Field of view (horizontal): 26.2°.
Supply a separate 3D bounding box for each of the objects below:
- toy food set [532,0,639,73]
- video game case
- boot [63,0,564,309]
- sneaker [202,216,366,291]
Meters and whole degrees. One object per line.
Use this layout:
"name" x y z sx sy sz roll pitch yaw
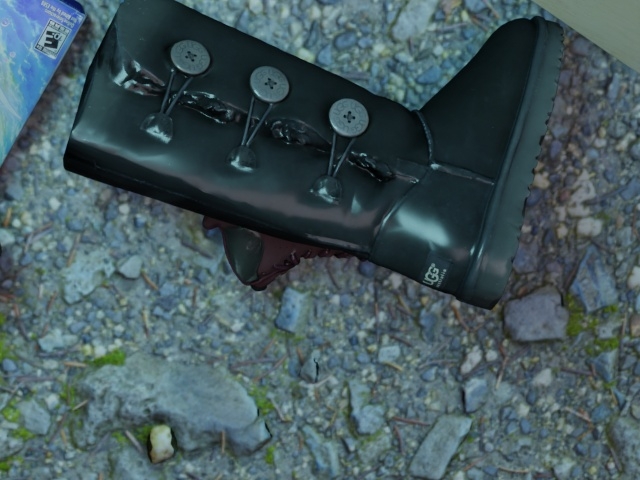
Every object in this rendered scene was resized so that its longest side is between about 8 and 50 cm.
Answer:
"toy food set" 0.317 -0.335 1.470 0.306 0.092 0.220 29 112 -22
"video game case" -0.404 -0.182 1.332 0.269 0.061 0.244 27 102 -23
"boot" 0.004 -0.152 1.396 0.445 0.367 0.146 18 142 1
"sneaker" 0.000 0.000 1.502 0.281 0.106 0.163 25 107 -12
